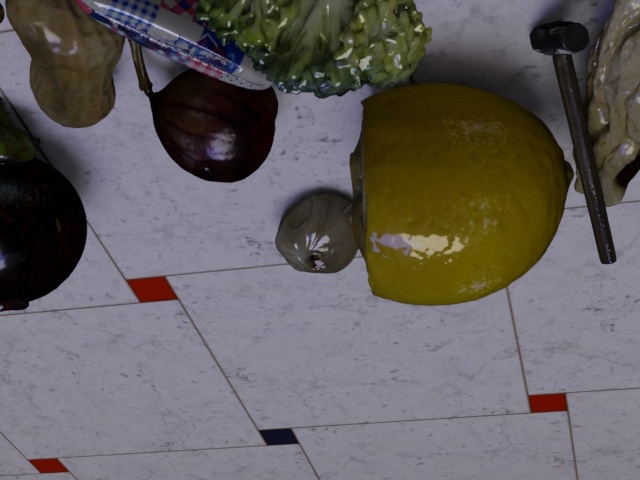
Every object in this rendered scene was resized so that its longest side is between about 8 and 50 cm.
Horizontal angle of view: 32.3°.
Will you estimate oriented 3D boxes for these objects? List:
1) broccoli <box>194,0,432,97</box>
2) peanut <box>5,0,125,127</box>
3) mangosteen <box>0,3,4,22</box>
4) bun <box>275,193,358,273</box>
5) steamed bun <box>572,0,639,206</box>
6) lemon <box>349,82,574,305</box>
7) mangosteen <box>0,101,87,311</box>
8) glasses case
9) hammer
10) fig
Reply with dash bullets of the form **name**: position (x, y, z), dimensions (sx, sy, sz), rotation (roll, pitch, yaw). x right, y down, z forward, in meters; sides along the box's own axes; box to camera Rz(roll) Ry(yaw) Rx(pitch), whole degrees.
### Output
- **broccoli**: position (-0.002, -0.338, 1.352), dimensions (0.293, 0.347, 0.281), rotation (9, 133, -16)
- **peanut**: position (-0.363, -0.277, 1.631), dimensions (0.159, 0.143, 0.291), rotation (-4, 148, -3)
- **mangosteen**: position (-0.533, -0.359, 1.460), dimensions (0.261, 0.235, 0.235), rotation (24, 139, -33)
- **bun**: position (0.000, 0.000, 1.981), dimensions (0.167, 0.113, 0.173), rotation (-4, 144, 11)
- **steamed bun**: position (0.521, -0.200, 1.600), dimensions (0.247, 0.189, 0.428), rotation (-24, 147, -18)
- **lemon**: position (0.214, -0.071, 1.681), dimensions (0.364, 0.364, 0.364), rotation (3, 143, 2)
- **mangosteen**: position (-0.552, -0.055, 1.871), dimensions (0.306, 0.359, 0.306), rotation (-3, 177, 0)
- **glasses case**: position (-0.198, -0.315, 1.574), dimensions (0.327, 0.125, 0.076), rotation (22, 140, -22)
- **hammer**: position (0.383, -0.139, 1.607), dimensions (0.043, 0.111, 0.365), rotation (-19, 103, -11)
- **fig**: position (-0.192, -0.190, 1.704), dimensions (0.250, 0.186, 0.204), rotation (14, 163, 2)
